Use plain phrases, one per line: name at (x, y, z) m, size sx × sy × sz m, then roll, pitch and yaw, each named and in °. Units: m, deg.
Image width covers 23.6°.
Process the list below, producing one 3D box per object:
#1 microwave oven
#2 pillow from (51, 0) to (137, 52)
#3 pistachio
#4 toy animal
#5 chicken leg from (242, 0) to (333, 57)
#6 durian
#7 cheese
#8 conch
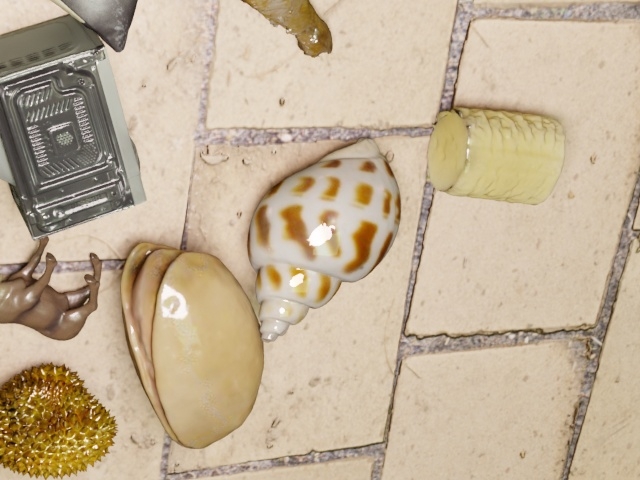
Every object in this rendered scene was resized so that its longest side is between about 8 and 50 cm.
microwave oven at (-0.299, -0.128, 1.734) m, size 0.162 × 0.122 × 0.208 m, roll -20°, pitch 124°, yaw -14°
pillow at (-0.272, -0.335, 1.621) m, size 0.250 × 0.106 × 0.186 m, roll 32°, pitch 64°, yaw -35°
pistachio at (-0.161, 0.133, 1.916) m, size 0.181 × 0.162 × 0.293 m, roll -46°, pitch 139°, yaw -41°
toy animal at (-0.372, 0.079, 1.840) m, size 0.186 × 0.094 × 0.214 m, roll -46°, pitch 134°, yaw 16°
chicken leg at (-0.039, -0.281, 1.800) m, size 0.085 × 0.069 × 0.198 m, roll -39°, pitch 133°, yaw 3°
durian at (-0.342, 0.226, 1.898) m, size 0.168 × 0.158 × 0.137 m, roll -9°, pitch 106°, yaw -17°
cheese at (0.229, -0.111, 2.001) m, size 0.167 × 0.094 × 0.123 m, roll 4°, pitch 106°, yaw -31°
conch at (0.000, 0.000, 1.925) m, size 0.183 × 0.149 × 0.275 m, roll 38°, pitch 96°, yaw -31°
